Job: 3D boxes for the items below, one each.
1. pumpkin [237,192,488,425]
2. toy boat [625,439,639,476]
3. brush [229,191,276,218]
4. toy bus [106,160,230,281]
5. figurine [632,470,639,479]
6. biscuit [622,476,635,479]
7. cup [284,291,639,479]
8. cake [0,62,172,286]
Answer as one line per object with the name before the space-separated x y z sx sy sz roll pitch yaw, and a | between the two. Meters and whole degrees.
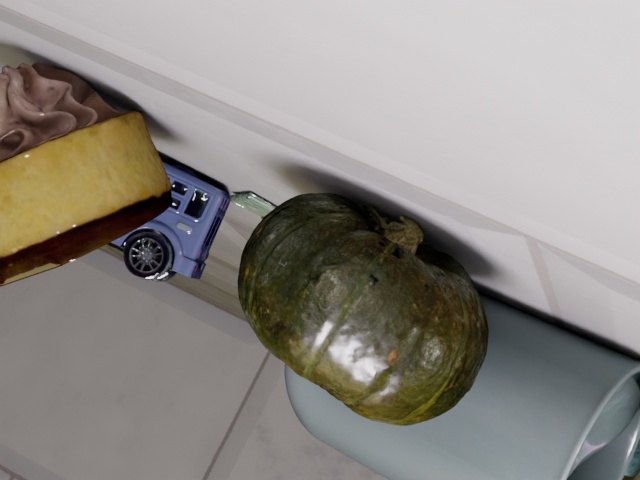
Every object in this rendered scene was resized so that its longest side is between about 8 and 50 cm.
pumpkin | 0.038 0.051 1.164 0.223 0.157 0.224 30 -171 -5
toy boat | 0.276 0.183 1.544 0.207 0.079 0.134 20 -160 14
brush | 0.000 0.000 1.514 0.205 0.011 0.083 28 172 -16
toy bus | -0.251 -0.058 1.533 0.292 0.133 0.125 24 178 2
figurine | 0.467 0.314 1.342 0.274 0.226 0.394 57 151 -8
biscuit | 0.365 0.297 1.789 0.274 0.091 0.213 28 -155 37
cup | 0.132 0.147 1.328 0.312 0.205 0.205 26 173 27
cake | -0.247 -0.077 1.285 0.208 0.185 0.178 -100 -13 -76
